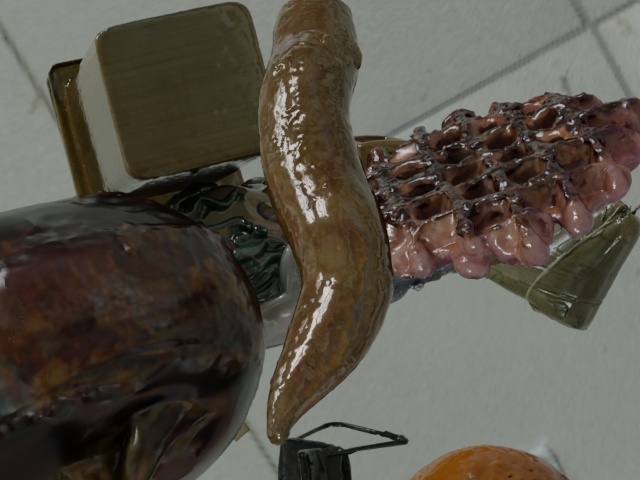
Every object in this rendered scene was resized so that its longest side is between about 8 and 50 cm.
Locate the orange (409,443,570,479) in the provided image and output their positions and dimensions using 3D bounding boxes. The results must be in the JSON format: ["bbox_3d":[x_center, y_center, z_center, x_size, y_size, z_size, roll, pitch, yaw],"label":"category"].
[{"bbox_3d":[0.146,0.270,1.174,0.193,0.161,0.193,-1,92,-15],"label":"orange"}]

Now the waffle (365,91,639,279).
[{"bbox_3d":[0.122,-0.043,0.976,0.221,0.234,0.055,1,124,39],"label":"waffle"}]

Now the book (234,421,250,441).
[{"bbox_3d":[-0.176,0.158,1.764,0.026,0.231,0.161,-40,116,-8],"label":"book"}]

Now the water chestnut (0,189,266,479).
[{"bbox_3d":[-0.203,0.132,1.071,0.350,0.350,0.302,-41,61,20],"label":"water chestnut"}]

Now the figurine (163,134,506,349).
[{"bbox_3d":[0.001,-0.001,1.347,0.382,0.261,0.186,-13,98,-18],"label":"figurine"}]

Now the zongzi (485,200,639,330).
[{"bbox_3d":[0.271,-0.013,1.575,0.178,0.081,0.189,32,105,24],"label":"zongzi"}]

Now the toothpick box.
[{"bbox_3d":[-0.157,-0.129,1.377,0.188,0.308,0.190,-13,90,-15],"label":"toothpick box"}]

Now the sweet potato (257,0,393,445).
[{"bbox_3d":[0.002,-0.022,0.728,0.067,0.281,0.059,17,139,-30],"label":"sweet potato"}]

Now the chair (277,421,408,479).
[{"bbox_3d":[-0.003,0.322,1.784,0.145,0.221,0.140,3,90,38],"label":"chair"}]
